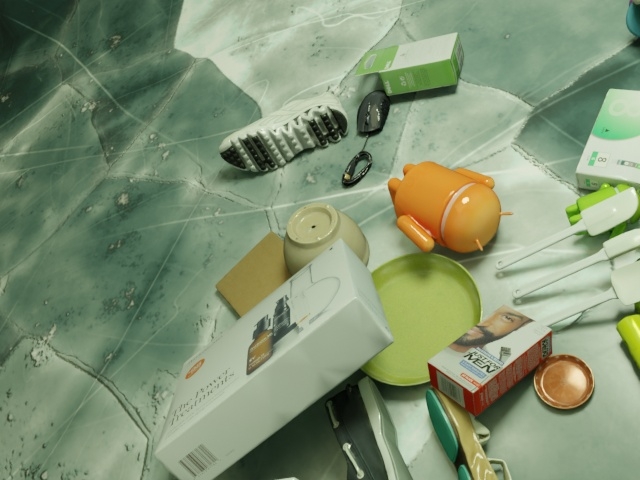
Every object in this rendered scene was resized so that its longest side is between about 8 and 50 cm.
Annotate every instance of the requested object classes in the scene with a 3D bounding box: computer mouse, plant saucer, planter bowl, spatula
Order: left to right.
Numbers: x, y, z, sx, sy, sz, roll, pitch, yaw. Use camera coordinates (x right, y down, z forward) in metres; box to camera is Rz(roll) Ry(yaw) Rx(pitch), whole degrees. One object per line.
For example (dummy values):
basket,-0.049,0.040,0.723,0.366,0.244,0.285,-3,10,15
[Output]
planter bowl,0.000,0.000,1.230,0.162,0.109,0.162,-11,49,12
computer mouse,0.090,-0.221,1.390,0.071,0.041,0.242,3,62,30
plant saucer,0.156,0.133,1.119,0.241,0.037,0.241,-15,54,21
plant saucer,0.355,0.206,0.974,0.083,0.013,0.083,-14,55,20
spatula,0.387,0.043,1.009,0.242,0.019,0.168,-31,57,29

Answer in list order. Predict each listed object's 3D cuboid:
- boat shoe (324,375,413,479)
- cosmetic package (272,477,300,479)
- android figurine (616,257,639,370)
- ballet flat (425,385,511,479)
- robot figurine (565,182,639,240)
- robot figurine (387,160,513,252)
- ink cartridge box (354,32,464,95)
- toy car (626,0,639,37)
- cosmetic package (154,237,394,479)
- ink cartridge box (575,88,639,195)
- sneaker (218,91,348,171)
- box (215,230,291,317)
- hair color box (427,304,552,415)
boat shoe,0.081,0.344,0.978,0.091,0.114,0.302,-28,38,9
cosmetic package,-0.087,0.447,0.967,0.183,0.151,0.151,-14,53,20
android figurine,0.544,0.116,0.903,0.248,0.056,0.273,-23,49,13
ballet flat,0.220,0.310,0.955,0.073,0.080,0.232,-10,53,-11
robot figurine,0.450,-0.047,1.053,0.115,0.067,0.101,-21,38,19
robot figurine,0.215,-0.057,1.154,0.219,0.158,0.128,31,118,40
ink cartridge box,0.187,-0.364,1.402,0.209,0.062,0.109,-4,42,26
toy car,0.616,-0.432,1.187,0.182,0.159,0.136,-52,16,-10
cosmetic package,-0.074,0.181,1.065,0.377,0.097,0.284,-39,13,8
ink cartridge box,0.554,-0.152,1.079,0.224,0.056,0.181,14,67,37
sneaker,-0.082,-0.241,1.467,0.292,0.110,0.118,-17,44,8
box,-0.097,0.090,1.299,0.164,0.021,0.201,-44,49,-4
hair color box,0.250,0.172,0.983,0.167,0.053,0.093,-30,36,-25
